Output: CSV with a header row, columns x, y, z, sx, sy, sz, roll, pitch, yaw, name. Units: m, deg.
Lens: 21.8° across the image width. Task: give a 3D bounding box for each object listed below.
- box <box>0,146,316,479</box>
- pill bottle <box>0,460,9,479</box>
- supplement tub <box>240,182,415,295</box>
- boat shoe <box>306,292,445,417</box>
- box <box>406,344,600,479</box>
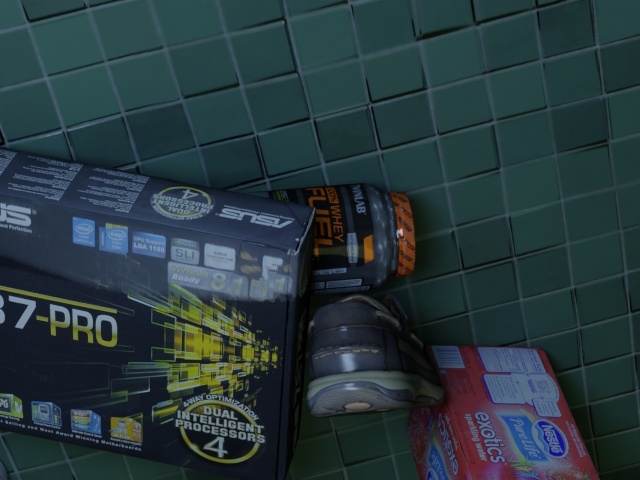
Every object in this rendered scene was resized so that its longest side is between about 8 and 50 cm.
x,y,z,sx,sy,sz,roll,pitch,yaw,name
-0.209,0.077,1.725,0.394,0.097,0.318,11,124,8,box
-0.416,0.347,1.871,0.131,0.229,0.131,-5,126,-7,pill bottle
0.000,0.000,1.774,0.190,0.117,0.117,-5,126,-8,supplement tub
0.061,0.118,1.783,0.132,0.355,0.130,-5,85,5,boat shoe
0.208,0.262,1.885,0.154,0.300,0.142,1,124,-13,box
